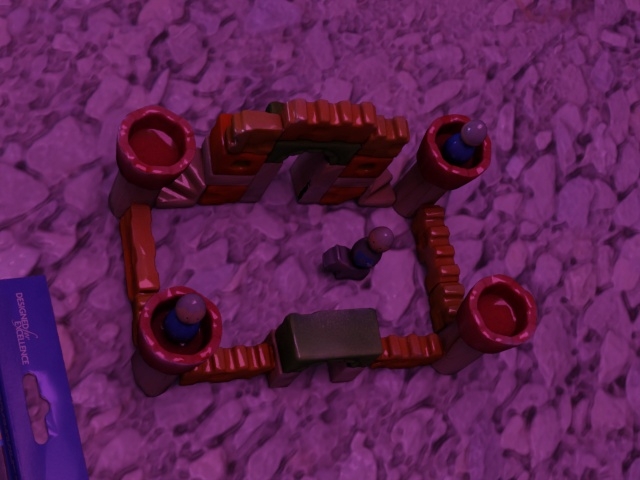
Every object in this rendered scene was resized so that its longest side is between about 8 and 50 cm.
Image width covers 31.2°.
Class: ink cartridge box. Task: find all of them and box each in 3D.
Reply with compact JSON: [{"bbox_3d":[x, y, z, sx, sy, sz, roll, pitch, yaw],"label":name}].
[{"bbox_3d":[-0.391,0.178,1.128,0.307,0.072,0.304,-9,69,-24],"label":"ink cartridge box"}]

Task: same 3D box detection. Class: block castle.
[{"bbox_3d":[0.000,0.000,1.286,0.453,0.213,0.303,-1,66,-22],"label":"block castle"}]
